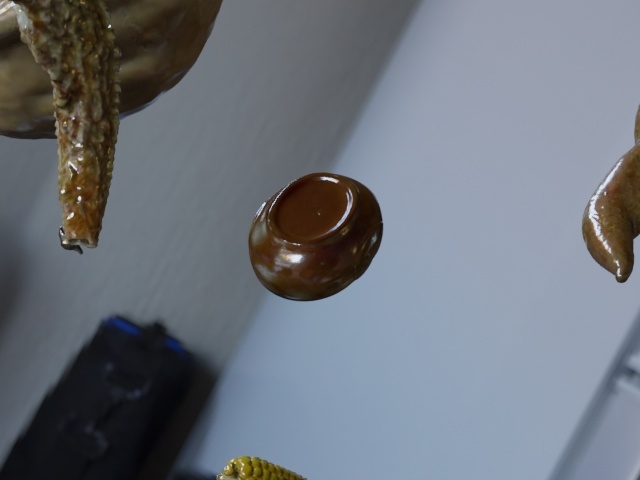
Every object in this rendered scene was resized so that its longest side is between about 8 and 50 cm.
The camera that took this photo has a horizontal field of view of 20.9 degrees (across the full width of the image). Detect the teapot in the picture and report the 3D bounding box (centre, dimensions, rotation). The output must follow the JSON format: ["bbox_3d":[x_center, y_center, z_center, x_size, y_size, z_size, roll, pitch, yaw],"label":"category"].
[{"bbox_3d":[0.000,0.000,1.324,0.098,0.129,0.078,13,-42,20],"label":"teapot"}]

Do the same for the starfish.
[{"bbox_3d":[-0.237,-0.260,1.422,0.398,0.384,0.132,38,-30,-13],"label":"starfish"}]

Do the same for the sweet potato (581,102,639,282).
[{"bbox_3d":[0.292,-0.046,1.615,0.067,0.281,0.059,16,-44,19],"label":"sweet potato"}]

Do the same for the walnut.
[{"bbox_3d":[-0.284,-0.296,1.904,0.381,0.381,0.381,28,4,-2],"label":"walnut"}]

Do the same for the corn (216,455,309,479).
[{"bbox_3d":[0.004,0.220,1.285,0.207,0.068,0.068,31,2,-29],"label":"corn"}]
